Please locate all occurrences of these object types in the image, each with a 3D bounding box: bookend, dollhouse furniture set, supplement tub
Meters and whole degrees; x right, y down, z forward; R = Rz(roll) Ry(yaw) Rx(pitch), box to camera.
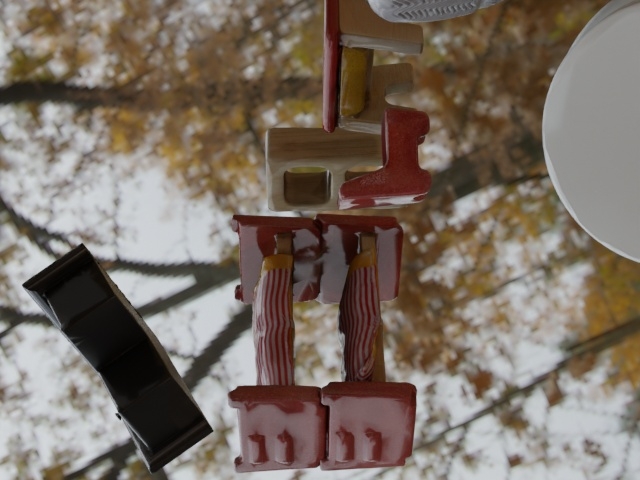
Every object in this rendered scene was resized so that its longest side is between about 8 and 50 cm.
[{"bbox_3d":[-0.191,0.111,1.388,0.157,0.072,0.156,51,174,46],"label":"bookend"},{"bbox_3d":[0.000,0.000,1.177,0.374,0.152,0.201,91,178,-47],"label":"dollhouse furniture set"},{"bbox_3d":[0.269,-0.090,1.011,0.191,0.191,0.272,64,-153,0],"label":"supplement tub"}]

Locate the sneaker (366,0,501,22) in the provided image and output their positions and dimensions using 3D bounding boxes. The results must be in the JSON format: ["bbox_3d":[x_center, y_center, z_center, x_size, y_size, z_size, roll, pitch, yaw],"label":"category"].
[{"bbox_3d":[0.131,-0.283,0.993,0.180,0.321,0.124,55,165,13],"label":"sneaker"}]
